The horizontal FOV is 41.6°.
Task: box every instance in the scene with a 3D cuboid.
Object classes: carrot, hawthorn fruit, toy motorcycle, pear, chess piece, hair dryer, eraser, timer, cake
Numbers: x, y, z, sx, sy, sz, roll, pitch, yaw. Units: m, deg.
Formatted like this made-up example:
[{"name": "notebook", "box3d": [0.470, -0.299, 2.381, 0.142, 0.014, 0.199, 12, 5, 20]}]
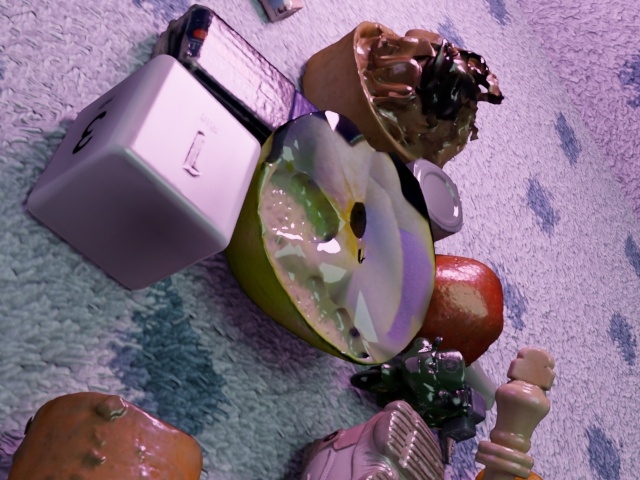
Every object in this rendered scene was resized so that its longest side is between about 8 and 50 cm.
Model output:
[{"name": "carrot", "box3d": [-0.226, 0.331, 0.798, 0.224, 0.224, 0.340, 42, 37, -30]}, {"name": "hawthorn fruit", "box3d": [0.193, 0.118, 1.503, 0.299, 0.211, 0.211, 13, 58, -28]}, {"name": "toy motorcycle", "box3d": [0.192, 0.257, 1.433, 0.275, 0.187, 0.124, 35, 44, -41]}, {"name": "pear", "box3d": [-0.004, 0.004, 1.315, 0.399, 0.165, 0.398, 16, 67, -45]}, {"name": "chess piece", "box3d": [0.319, 0.374, 1.450, 0.117, 0.117, 0.396, 30, 74, -40]}, {"name": "hair dryer", "box3d": [0.273, 0.330, 1.623, 0.206, 0.075, 0.237, 47, 45, -35]}, {"name": "eraser", "box3d": [-0.123, -0.225, 1.378, 0.332, 0.102, 0.154, 37, 45, -35]}, {"name": "timer", "box3d": [-0.219, -0.083, 1.082, 0.194, 0.192, 0.195, 43, 40, -29]}, {"name": "cake", "box3d": [0.177, -0.292, 1.630, 0.332, 0.321, 0.332, 33, 45, -41]}]

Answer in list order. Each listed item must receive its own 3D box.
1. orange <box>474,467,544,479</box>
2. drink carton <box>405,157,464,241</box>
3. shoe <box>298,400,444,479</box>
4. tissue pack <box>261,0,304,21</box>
[{"name": "orange", "box3d": [0.349, 0.484, 1.550, 0.155, 0.155, 0.134, -4, 115, -54]}, {"name": "drink carton", "box3d": [0.140, -0.053, 1.558, 0.185, 0.190, 0.191, 28, 49, -35]}, {"name": "shoe", "box3d": [0.041, 0.384, 1.139, 0.171, 0.198, 0.351, 55, 32, -11]}, {"name": "tissue pack", "box3d": [-0.082, -0.475, 1.621, 0.094, 0.059, 0.074, 62, 32, -6]}]
